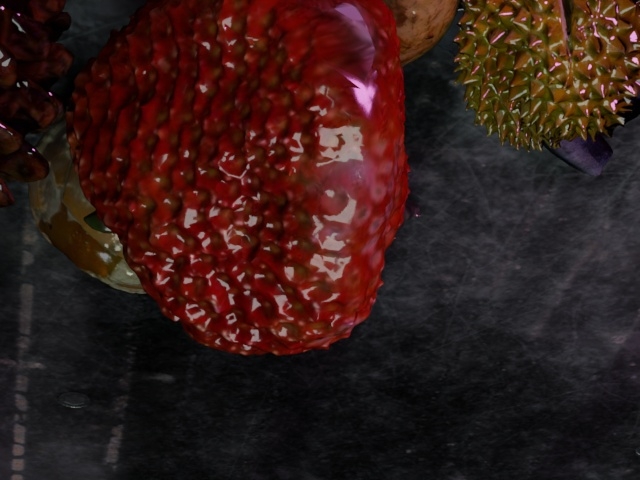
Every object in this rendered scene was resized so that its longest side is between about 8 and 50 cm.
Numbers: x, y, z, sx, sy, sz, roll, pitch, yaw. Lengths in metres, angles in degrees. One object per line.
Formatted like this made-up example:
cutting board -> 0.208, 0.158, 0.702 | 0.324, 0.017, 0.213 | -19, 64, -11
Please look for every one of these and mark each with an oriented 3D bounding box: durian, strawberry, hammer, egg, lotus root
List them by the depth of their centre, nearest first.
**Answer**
strawberry -> -0.035, -0.074, 1.138 | 0.267, 0.312, 0.351 | -23, 167, -32
lotus root -> 0.073, -0.224, 1.184 | 0.097, 0.110, 0.258 | 12, 147, -3
durian -> 0.224, -0.152, 1.226 | 0.193, 0.137, 0.237 | -52, 143, -5
hammer -> 0.189, -0.143, 1.373 | 0.137, 0.037, 0.290 | -24, 139, 34
egg -> -0.159, -0.044, 1.377 | 0.233, 0.195, 0.195 | 25, 142, -6

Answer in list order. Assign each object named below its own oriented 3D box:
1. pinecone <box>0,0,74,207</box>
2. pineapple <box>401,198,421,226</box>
pinecone -> -0.324, -0.155, 1.136 | 0.298, 0.296, 0.242 | 11, 178, 18
pineapple -> -0.001, 0.000, 1.517 | 0.128, 0.128, 0.248 | 24, 136, -31
